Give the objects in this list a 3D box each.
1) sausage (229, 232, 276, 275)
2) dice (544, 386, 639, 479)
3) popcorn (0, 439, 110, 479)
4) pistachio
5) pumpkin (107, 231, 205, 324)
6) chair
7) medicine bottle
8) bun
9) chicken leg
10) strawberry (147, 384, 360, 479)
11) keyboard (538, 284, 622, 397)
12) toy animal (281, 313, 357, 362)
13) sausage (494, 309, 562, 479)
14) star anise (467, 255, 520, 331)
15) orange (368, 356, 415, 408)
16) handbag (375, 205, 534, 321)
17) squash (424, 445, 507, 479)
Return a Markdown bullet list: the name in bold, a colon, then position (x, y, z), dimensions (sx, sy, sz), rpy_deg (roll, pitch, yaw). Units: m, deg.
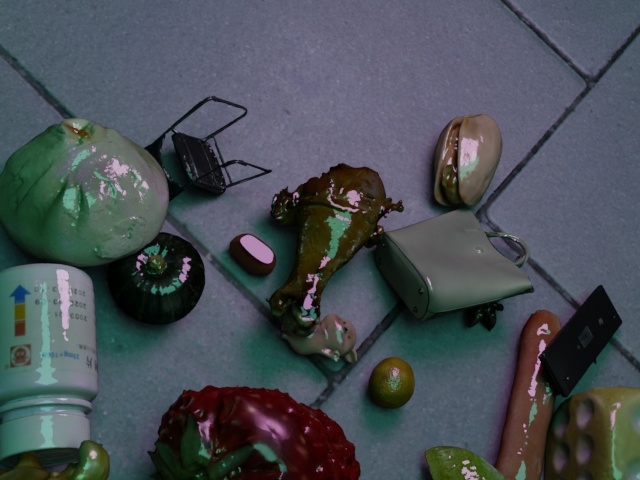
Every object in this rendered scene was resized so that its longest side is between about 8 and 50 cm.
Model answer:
- **sausage**: position (-0.123, 0.026, 1.717), dimensions (0.094, 0.054, 0.059), rpy_deg (39, 54, -1)
- **dice**: position (0.561, 0.409, 1.712), dimensions (0.233, 0.227, 0.238), rpy_deg (13, 65, -13)
- **popcorn**: position (-0.405, 0.444, 1.299), dimensions (0.335, 0.279, 0.274), rpy_deg (1, 47, 1)
- **pistachio**: position (0.301, -0.167, 1.920), dimensions (0.143, 0.144, 0.215), rpy_deg (22, 72, -10)
- **pumpkin**: position (-0.277, 0.063, 1.604), dimensions (0.167, 0.125, 0.167), rpy_deg (21, 45, -23)
- **chair**: position (-0.230, -0.144, 1.729), dimensions (0.145, 0.221, 0.140), rpy_deg (12, 53, -64)
- **medicine bottle**: position (-0.433, 0.194, 1.462), dimensions (0.170, 0.170, 0.293), rpy_deg (1, 67, -20)
- **bun**: position (-0.393, -0.102, 1.549), dimensions (0.293, 0.187, 0.293), rpy_deg (3, 45, -3)
- **chicken leg**: position (-0.006, -0.015, 1.705), dimensions (0.211, 0.140, 0.361), rpy_deg (26, 55, 21)
- **strawberry**: position (-0.072, 0.362, 1.481), dimensions (0.345, 0.295, 0.317), rpy_deg (-10, 34, -41)
- **keyboard**: position (0.510, 0.195, 1.831), dimensions (0.317, 0.027, 0.106), rpy_deg (-33, 96, -48)
- **toy animal**: position (0.002, 0.171, 1.695), dimensions (0.150, 0.089, 0.084), rpy_deg (11, 85, -19)
- **sausage**: position (0.391, 0.321, 1.760), dimensions (0.094, 0.094, 0.419), rpy_deg (49, 50, -42)
- **star anise**: position (0.339, 0.096, 1.855), dimensions (0.097, 0.070, 0.191), rpy_deg (38, 58, 1)
- **orange**: position (0.129, 0.255, 1.696), dimensions (0.085, 0.085, 0.095), rpy_deg (22, 54, -10)
- **handbag**: position (0.280, 0.029, 1.808), dimensions (0.315, 0.109, 0.241), rpy_deg (-17, 51, -23)
- **squash**: position (0.310, 0.494, 1.628), dimensions (0.203, 0.111, 0.289), rpy_deg (41, 21, -39)
